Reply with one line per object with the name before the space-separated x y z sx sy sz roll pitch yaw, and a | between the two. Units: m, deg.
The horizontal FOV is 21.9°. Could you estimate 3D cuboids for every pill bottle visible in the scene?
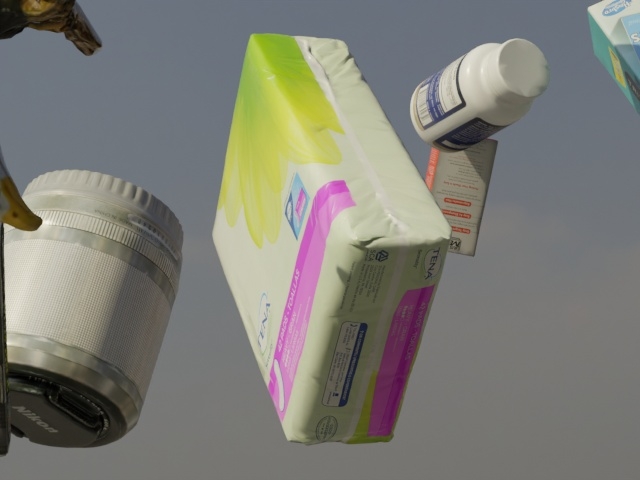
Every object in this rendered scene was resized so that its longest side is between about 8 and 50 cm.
pill bottle | 0.181 -0.165 1.847 0.094 0.094 0.169 7 -17 -26

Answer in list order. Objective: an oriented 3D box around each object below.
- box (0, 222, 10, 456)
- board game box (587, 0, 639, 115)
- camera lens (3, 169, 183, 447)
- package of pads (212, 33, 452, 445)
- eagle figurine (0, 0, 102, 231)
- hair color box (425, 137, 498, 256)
box | -0.420 0.092 1.494 0.270 0.216 0.060 -2 7 -9
board game box | 0.462 -0.164 1.690 0.254 0.336 0.079 -24 -41 -1
camera lens | -0.286 0.085 1.899 0.219 0.274 0.219 11 -31 7
package of pads | 0.000 0.000 1.366 0.101 0.296 0.229 -1 -51 -20
eagle figurine | -0.261 -0.063 0.978 0.225 0.298 0.226 42 -10 43
hair color box | 0.160 -0.057 1.961 0.072 0.141 0.043 11 5 -10
